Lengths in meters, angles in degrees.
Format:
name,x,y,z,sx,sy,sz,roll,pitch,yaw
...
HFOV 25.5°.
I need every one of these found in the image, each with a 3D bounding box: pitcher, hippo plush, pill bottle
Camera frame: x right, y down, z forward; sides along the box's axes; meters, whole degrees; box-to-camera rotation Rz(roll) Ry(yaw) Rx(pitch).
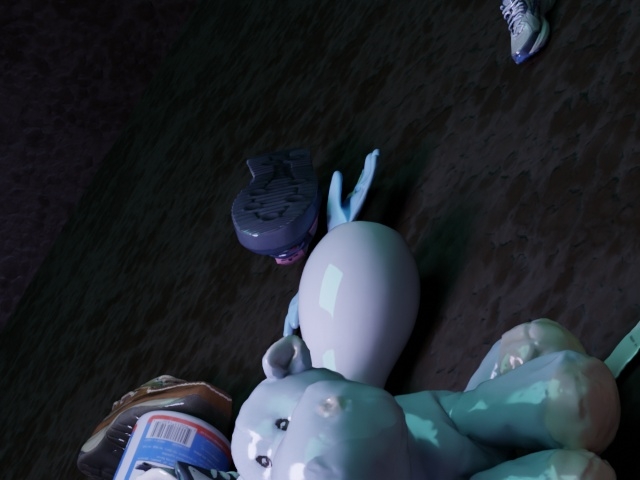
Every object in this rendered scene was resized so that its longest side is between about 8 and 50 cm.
name,x,y,z,sx,sy,sz,roll,pitch,yaw
pitcher,0.027,0.100,1.465,0.178,0.125,0.207,126,156,-60
hippo plush,0.064,0.141,1.061,0.234,0.236,0.294,-67,20,2
pill bottle,-0.188,0.316,1.607,0.124,0.124,0.221,-32,30,49

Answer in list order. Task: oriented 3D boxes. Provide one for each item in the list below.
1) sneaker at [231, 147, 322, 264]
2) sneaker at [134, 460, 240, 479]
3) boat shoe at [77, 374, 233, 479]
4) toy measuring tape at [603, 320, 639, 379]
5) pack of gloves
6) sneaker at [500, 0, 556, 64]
name,x,y,z,sx,sy,sz,roll,pitch,yaw
sneaker,-0.042,-0.019,1.769,0.112,0.131,0.319,-8,18,7
sneaker,-0.112,0.253,1.435,0.094,0.153,0.235,-42,10,39
boat shoe,-0.210,0.227,1.810,0.324,0.122,0.120,-30,29,51
toy measuring tape,0.270,-0.025,1.065,0.330,0.121,0.121,-51,20,16
pack of gloves,0.000,0.000,1.698,0.232,0.046,0.195,-66,5,-23
sneaker,0.228,-0.257,1.612,0.052,0.058,0.135,-36,28,45
